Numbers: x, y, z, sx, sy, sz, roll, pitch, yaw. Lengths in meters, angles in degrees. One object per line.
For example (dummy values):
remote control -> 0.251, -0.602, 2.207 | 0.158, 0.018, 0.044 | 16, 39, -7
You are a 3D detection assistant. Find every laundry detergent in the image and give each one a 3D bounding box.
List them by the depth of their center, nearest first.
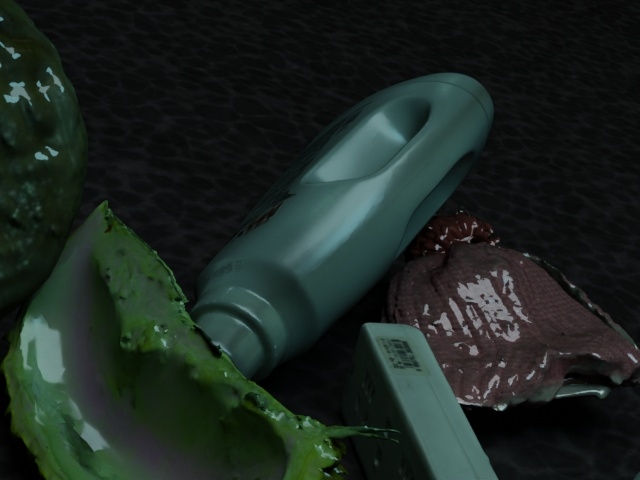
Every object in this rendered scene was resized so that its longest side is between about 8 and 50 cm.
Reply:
laundry detergent -> 0.000, 0.000, 1.296 | 0.125, 0.264, 0.398 | 51, 39, -9

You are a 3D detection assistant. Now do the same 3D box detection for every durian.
durian -> -0.118, 0.119, 1.034 | 0.157, 0.170, 0.355 | -7, 33, -43

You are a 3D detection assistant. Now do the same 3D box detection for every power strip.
power strip -> 0.083, 0.182, 1.113 | 0.058, 0.098, 0.338 | 7, 27, -19

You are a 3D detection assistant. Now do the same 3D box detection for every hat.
hat -> 0.157, 0.069, 1.374 | 0.236, 0.107, 0.286 | -4, 37, -22

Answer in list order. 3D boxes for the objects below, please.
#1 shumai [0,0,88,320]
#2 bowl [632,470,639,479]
shumai -> -0.395, -0.077, 1.136 | 0.397, 0.324, 0.323 | -13, 17, -12
bowl -> 0.329, 0.286, 1.004 | 0.289, 0.146, 0.289 | 13, 24, -6
